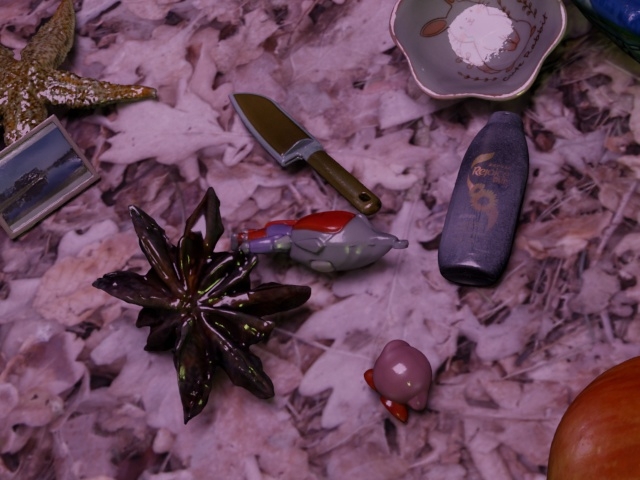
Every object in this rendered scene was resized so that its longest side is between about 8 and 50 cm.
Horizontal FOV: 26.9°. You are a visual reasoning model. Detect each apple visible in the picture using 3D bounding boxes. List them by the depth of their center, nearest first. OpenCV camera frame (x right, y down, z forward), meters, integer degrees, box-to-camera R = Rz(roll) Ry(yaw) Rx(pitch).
[{"bbox_3d":[0.346,0.244,1.238,0.233,0.286,0.286,-24,47,39],"label":"apple"}]

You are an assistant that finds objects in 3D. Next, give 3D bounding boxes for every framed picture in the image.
[{"bbox_3d":[-0.392,-0.087,1.826,0.149,0.011,0.109,-37,92,-9],"label":"framed picture"}]

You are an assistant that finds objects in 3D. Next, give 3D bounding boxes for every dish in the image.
[{"bbox_3d":[0.209,-0.271,1.743,0.229,0.081,0.229,-3,76,12],"label":"dish"}]

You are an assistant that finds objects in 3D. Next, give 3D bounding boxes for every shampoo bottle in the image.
[{"bbox_3d":[0.205,-0.054,1.631,0.087,0.049,0.234,7,59,19],"label":"shampoo bottle"}]

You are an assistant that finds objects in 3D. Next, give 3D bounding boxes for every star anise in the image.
[{"bbox_3d":[-0.145,0.075,1.583,0.212,0.129,0.283,-43,87,9],"label":"star anise"}]

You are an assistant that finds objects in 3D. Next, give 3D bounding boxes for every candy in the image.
[{"bbox_3d":[0.379,-0.283,1.663,0.077,0.187,0.331,-51,52,14],"label":"candy"}]

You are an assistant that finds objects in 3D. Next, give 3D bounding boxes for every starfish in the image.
[{"bbox_3d":[-0.437,-0.214,1.928,0.358,0.078,0.347,34,76,30],"label":"starfish"}]

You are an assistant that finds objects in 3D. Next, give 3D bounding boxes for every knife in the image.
[{"bbox_3d":[-0.031,-0.120,1.735,0.061,0.027,0.343,-27,43,-16],"label":"knife"}]

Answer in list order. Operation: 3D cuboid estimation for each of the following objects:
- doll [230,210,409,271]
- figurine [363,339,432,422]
[{"bbox_3d":[0.000,0.000,1.634,0.227,0.102,0.075,2,102,21],"label":"doll"},{"bbox_3d":[0.093,0.155,1.514,0.071,0.067,0.083,-44,69,11],"label":"figurine"}]
